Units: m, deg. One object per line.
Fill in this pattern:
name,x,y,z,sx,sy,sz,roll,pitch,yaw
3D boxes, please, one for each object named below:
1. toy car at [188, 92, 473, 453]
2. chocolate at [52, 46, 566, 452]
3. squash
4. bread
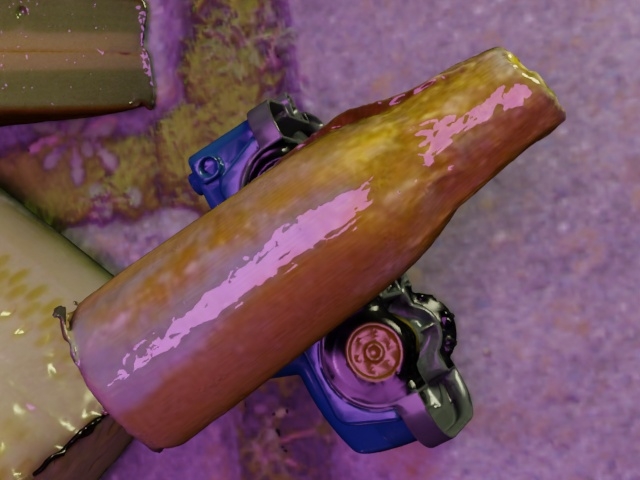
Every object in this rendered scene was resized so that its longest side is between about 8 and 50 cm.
toy car,-0.005,0.025,0.494,0.100,0.097,0.191,-31,81,16
chocolate,0.000,0.000,0.405,0.219,0.086,0.085,-34,80,12
squash,-0.226,0.054,0.562,0.252,0.093,0.169,36,57,14
bread,-0.175,-0.106,0.556,0.139,0.084,0.074,-2,89,18
